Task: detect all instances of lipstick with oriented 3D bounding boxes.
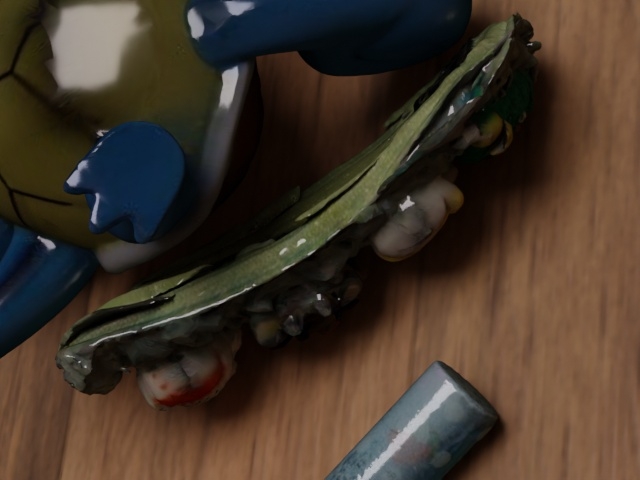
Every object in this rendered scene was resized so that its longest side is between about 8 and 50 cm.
[{"bbox_3d":[0.025,0.135,1.051,0.158,0.048,0.048,-48,47,6],"label":"lipstick"}]

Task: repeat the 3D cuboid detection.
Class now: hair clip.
[{"bbox_3d":[0.002,0.001,1.114,0.321,0.138,0.091,-34,94,17],"label":"hair clip"}]

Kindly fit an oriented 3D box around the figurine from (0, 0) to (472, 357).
[{"bbox_3d":[-0.130,-0.095,1.152,0.416,0.243,0.298,-21,84,31],"label":"figurine"}]
